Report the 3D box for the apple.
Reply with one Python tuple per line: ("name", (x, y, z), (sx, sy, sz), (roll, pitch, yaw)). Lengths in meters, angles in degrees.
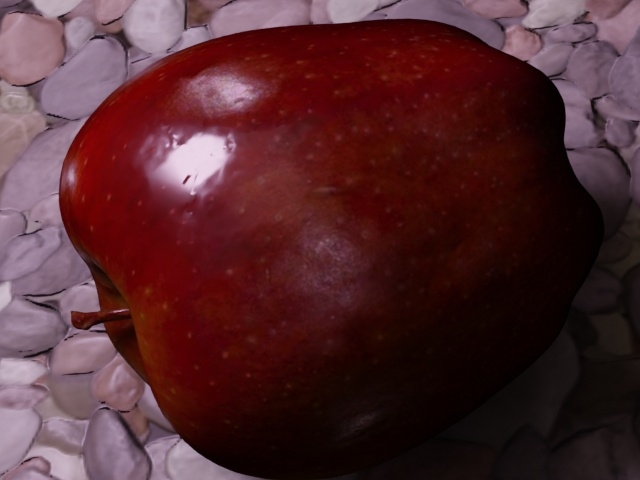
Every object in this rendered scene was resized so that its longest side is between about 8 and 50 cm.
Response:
("apple", (0.000, 0.000, 1.042), (0.316, 0.288, 0.288), (-18, 50, -9))
